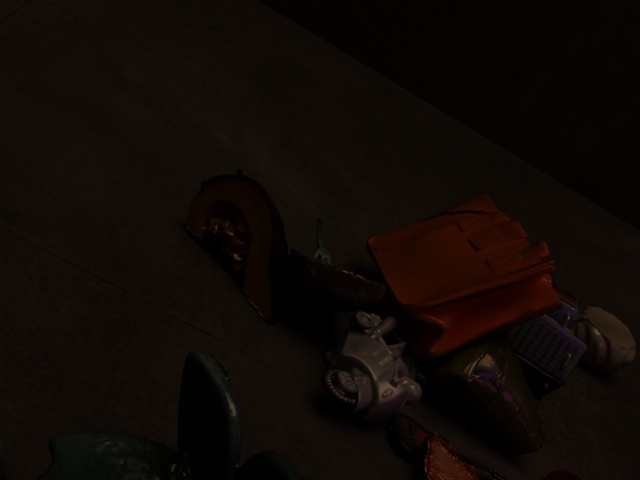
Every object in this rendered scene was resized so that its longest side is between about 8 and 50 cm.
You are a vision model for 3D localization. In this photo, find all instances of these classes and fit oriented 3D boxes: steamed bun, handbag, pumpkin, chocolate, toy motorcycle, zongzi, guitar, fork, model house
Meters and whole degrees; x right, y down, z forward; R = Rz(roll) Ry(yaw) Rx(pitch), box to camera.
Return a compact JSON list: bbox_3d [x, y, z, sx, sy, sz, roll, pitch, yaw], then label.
[{"bbox_3d":[0.654,0.238,2.288,0.183,0.106,0.183,24,26,-13],"label":"steamed bun"},{"bbox_3d":[0.262,0.057,1.849,0.410,0.304,0.116,-111,-178,-69],"label":"handbag"},{"bbox_3d":[-0.100,-0.006,1.713,0.278,0.163,0.111,48,25,24],"label":"pumpkin"},{"bbox_3d":[0.014,0.083,1.716,0.157,0.080,0.254,24,-3,-12],"label":"chocolate"},{"bbox_3d":[0.093,0.218,1.608,0.171,0.110,0.260,35,28,-2],"label":"toy motorcycle"},{"bbox_3d":[0.335,0.243,1.778,0.228,0.115,0.256,47,40,-10],"label":"zongzi"},{"bbox_3d":[0.213,0.356,1.599,0.233,0.025,0.088,27,26,-17],"label":"guitar"},{"bbox_3d":[0.001,-0.001,2.006,0.039,0.021,0.235,30,24,-16],"label":"fork"},{"bbox_3d":[0.399,0.177,1.957,0.224,0.198,0.215,34,28,-4],"label":"model house"}]

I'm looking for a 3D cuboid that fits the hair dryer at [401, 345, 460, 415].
[{"bbox_3d":[0.190,0.261,1.727,0.154,0.054,0.106,34,28,-11],"label":"hair dryer"}]

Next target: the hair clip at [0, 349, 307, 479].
[{"bbox_3d":[-0.160,0.312,0.914,0.239,0.392,0.318,-14,48,-25],"label":"hair clip"}]

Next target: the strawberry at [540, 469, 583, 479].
[{"bbox_3d":[0.382,0.430,1.525,0.131,0.148,0.131,30,24,-14],"label":"strawberry"}]

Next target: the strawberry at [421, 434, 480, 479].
[{"bbox_3d":[0.198,0.376,1.512,0.104,0.048,0.152,8,40,-29],"label":"strawberry"}]
